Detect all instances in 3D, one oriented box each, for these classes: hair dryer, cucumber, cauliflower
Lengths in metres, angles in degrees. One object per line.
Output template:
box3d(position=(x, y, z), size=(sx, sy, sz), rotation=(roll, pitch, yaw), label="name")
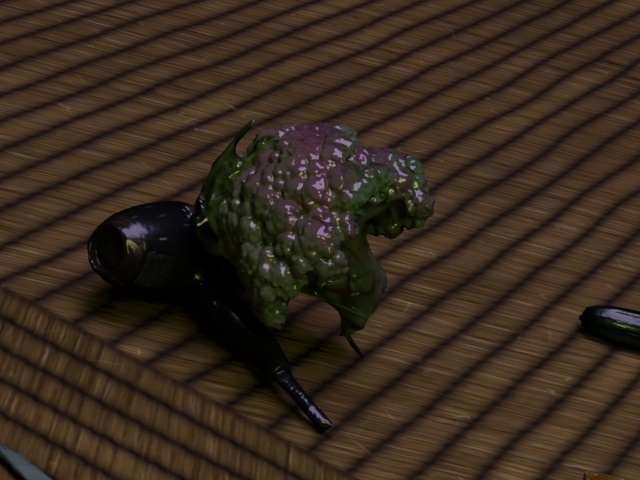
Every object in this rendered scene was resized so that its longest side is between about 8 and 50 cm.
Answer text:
box3d(position=(-0.069, 0.090, 2.155), size=(0.304, 0.120, 0.359), rotation=(8, 34, -50), label="hair dryer")
box3d(position=(0.367, 0.103, 2.396), size=(0.105, 0.048, 0.048), rotation=(16, 26, -2), label="cucumber")
box3d(position=(0.000, 0.000, 2.123), size=(0.239, 0.315, 0.256), rotation=(-45, 38, -12), label="cauliflower")

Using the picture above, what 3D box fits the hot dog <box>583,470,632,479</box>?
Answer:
box3d(position=(0.338, 0.271, 2.067), size=(0.137, 0.028, 0.044), rotation=(14, 27, -9), label="hot dog")

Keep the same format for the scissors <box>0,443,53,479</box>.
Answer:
box3d(position=(-0.167, 0.278, 1.752), size=(0.383, 0.029, 0.256), rotation=(25, 32, 24), label="scissors")
